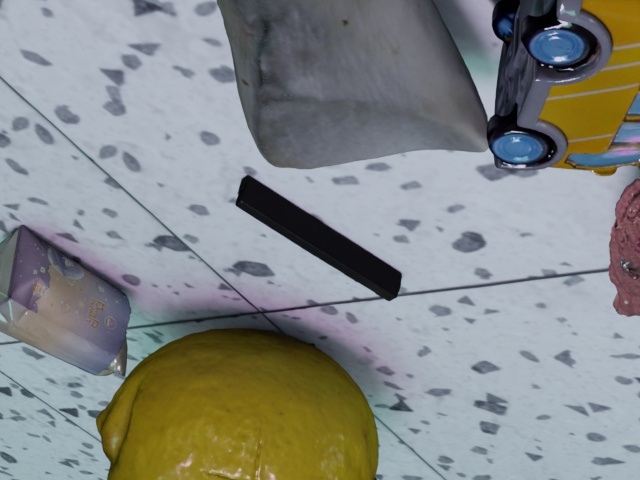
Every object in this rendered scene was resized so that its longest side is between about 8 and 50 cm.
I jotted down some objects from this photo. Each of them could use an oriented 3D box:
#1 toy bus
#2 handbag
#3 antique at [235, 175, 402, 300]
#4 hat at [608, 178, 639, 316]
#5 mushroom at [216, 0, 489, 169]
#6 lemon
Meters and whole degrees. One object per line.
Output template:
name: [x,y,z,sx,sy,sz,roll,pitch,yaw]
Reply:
toy bus: [0.187,-0.131,0.855,0.136,0.126,0.209,8,149,-2]
handbag: [-0.281,0.077,1.415,0.173,0.117,0.095,35,126,-31]
antique: [0.000,0.000,1.239,0.192,0.031,0.015,32,146,-23]
hat: [0.323,-0.007,0.996,0.237,0.107,0.286,-8,147,19]
mushroom: [0.002,-0.202,0.829,0.177,0.126,0.397,-1,145,14]
lemon: [-0.086,0.233,1.415,0.297,0.297,0.297,12,149,8]
